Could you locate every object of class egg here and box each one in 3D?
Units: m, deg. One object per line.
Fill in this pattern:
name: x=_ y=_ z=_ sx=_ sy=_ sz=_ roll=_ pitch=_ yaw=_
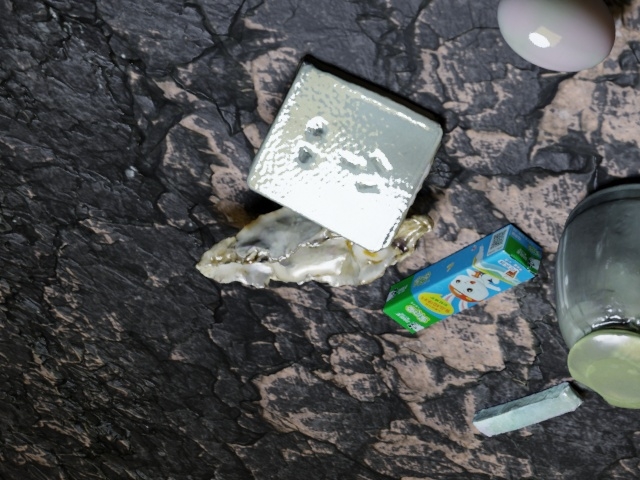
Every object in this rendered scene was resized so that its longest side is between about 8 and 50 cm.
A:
egg: x=0.259 y=-0.239 z=1.593 sx=0.135 sy=0.103 sz=0.103 roll=24 pitch=143 yaw=-6

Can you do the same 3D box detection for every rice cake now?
rice cake: x=0.318 y=0.259 z=2.229 sx=0.043 sy=0.034 sz=0.211 roll=47 pitch=139 yaw=-15

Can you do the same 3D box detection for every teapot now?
teapot: x=0.432 y=0.079 z=1.779 sx=0.321 sy=0.239 sz=0.239 roll=-9 pitch=133 yaw=35

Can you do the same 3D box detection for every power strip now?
power strip: x=0.034 y=-0.114 z=1.877 sx=0.213 sy=0.064 sz=0.198 roll=27 pitch=108 yaw=-2

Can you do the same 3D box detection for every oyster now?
oyster: x=-0.002 y=-0.005 z=1.995 sx=0.341 sy=0.110 sz=0.166 roll=-25 pitch=141 yaw=35

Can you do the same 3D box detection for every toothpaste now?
toothpaste: x=0.197 y=0.057 z=2.034 sx=0.065 sy=0.050 sz=0.266 roll=36 pitch=142 yaw=-20

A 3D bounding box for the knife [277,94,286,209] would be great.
knife: x=-0.040 y=-0.095 z=1.996 sx=0.044 sy=0.026 sz=0.297 roll=25 pitch=145 yaw=18
